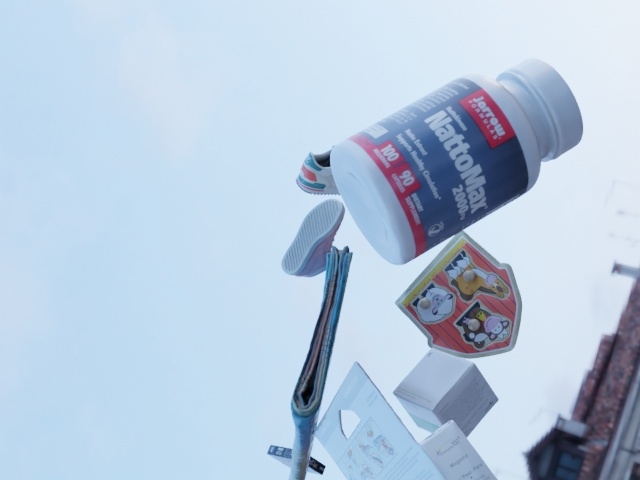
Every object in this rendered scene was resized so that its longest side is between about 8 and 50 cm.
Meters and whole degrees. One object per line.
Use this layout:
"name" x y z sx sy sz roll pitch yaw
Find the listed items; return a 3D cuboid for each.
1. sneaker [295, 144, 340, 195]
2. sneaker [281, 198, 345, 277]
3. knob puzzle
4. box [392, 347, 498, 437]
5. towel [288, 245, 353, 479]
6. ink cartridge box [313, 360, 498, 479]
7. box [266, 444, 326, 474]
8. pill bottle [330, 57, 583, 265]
"sneaker" 0.042 -0.118 1.589 0.161 0.057 0.075 -2 -49 -24
"sneaker" 0.000 0.000 1.458 0.134 0.051 0.070 -55 -33 5
"knob puzzle" 0.242 0.109 1.582 0.030 0.213 0.213 -9 -69 -71
"box" 0.187 0.232 1.449 0.102 0.101 0.087 -45 -62 -18
"towel" -0.008 0.209 1.483 0.370 0.040 0.271 98 -174 -59
"ink cartridge box" 0.104 0.279 1.180 0.060 0.239 0.275 -27 -20 -24
"box" -0.042 0.379 1.675 0.067 0.083 0.018 41 -118 -35
"pill bottle" 0.109 -0.068 0.761 0.180 0.108 0.108 -30 -47 -11
